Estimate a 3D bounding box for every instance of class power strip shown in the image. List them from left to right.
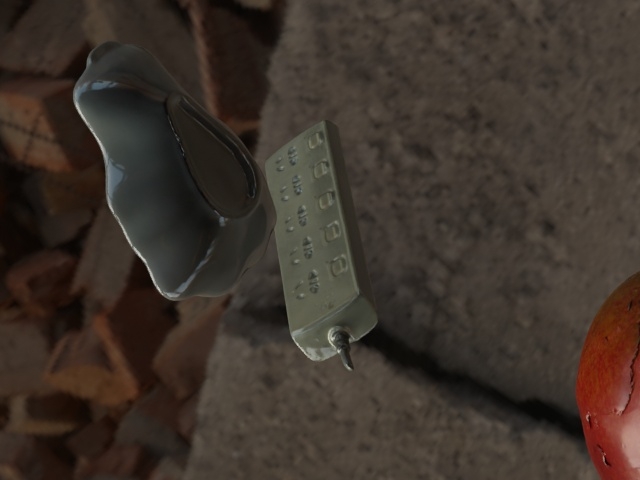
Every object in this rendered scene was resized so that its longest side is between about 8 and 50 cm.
[{"bbox_3d":[0.000,0.000,1.178,0.060,0.253,0.027,-34,127,19],"label":"power strip"}]

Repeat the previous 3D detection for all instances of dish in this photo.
[{"bbox_3d":[-0.064,-0.040,0.814,0.039,0.091,0.137,-18,108,47],"label":"dish"}]

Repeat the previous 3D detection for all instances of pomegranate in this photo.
[{"bbox_3d":[0.278,0.095,1.124,0.210,0.235,0.210,13,150,7],"label":"pomegranate"}]
